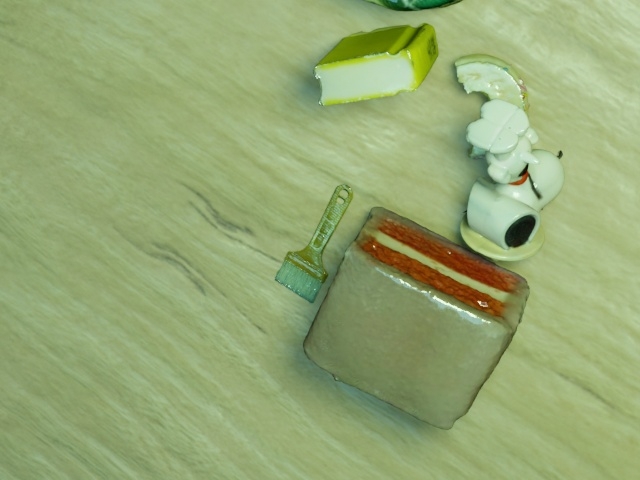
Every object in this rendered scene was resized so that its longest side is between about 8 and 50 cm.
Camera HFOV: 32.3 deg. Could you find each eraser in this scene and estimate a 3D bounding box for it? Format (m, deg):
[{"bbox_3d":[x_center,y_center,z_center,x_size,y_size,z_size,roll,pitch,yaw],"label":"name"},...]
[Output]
[{"bbox_3d":[0.090,-0.275,1.702,0.158,0.226,0.069,-9,110,17],"label":"eraser"}]

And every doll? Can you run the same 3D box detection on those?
[{"bbox_3d":[0.273,-0.084,1.688,0.144,0.271,0.208,31,93,32],"label":"doll"}]

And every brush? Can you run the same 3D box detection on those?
[{"bbox_3d":[0.000,0.000,1.903,0.082,0.010,0.218,30,109,6],"label":"brush"}]

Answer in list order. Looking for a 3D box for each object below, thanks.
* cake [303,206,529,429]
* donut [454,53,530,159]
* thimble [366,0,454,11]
[{"bbox_3d":[0.155,0.122,1.770,0.309,0.237,0.230,25,119,7],"label":"cake"},{"bbox_3d":[0.277,-0.216,1.746,0.108,0.065,0.166,-6,101,16],"label":"donut"},{"bbox_3d":[0.137,-0.477,1.666,0.288,0.167,0.254,10,105,11],"label":"thimble"}]
